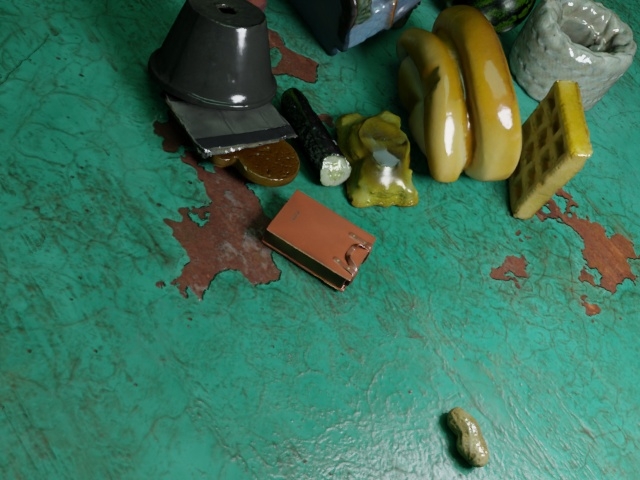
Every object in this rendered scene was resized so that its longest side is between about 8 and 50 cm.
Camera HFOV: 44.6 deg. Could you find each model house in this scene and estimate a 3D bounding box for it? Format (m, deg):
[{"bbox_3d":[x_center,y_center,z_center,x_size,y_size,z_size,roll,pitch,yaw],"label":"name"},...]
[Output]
[{"bbox_3d":[0.103,-0.657,1.784,0.339,0.297,0.360,-29,70,-18],"label":"model house"}]

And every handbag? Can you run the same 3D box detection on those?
[{"bbox_3d":[0.000,0.000,1.500,0.190,0.062,0.127,33,51,4],"label":"handbag"}]

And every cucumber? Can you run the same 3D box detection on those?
[{"bbox_3d":[-0.021,-0.222,1.632,0.074,0.074,0.241,-16,63,-30],"label":"cucumber"}]

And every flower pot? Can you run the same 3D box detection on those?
[{"bbox_3d":[-0.205,-0.396,1.575,0.269,0.166,0.269,10,37,-8],"label":"flower pot"}]

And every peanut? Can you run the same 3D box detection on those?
[{"bbox_3d":[0.261,0.348,1.383,0.054,0.054,0.113,-8,59,-27],"label":"peanut"}]

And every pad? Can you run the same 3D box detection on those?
[{"bbox_3d":[-0.180,-0.248,1.570,0.233,0.022,0.174,-18,60,-38],"label":"pad"}]

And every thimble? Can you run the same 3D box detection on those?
[{"bbox_3d":[0.636,-0.487,2.004,0.292,0.195,0.291,12,53,-16],"label":"thimble"}]

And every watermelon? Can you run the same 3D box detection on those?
[{"bbox_3d":[0.430,-0.664,2.005,0.269,0.269,0.269,11,55,-16],"label":"watermelon"}]

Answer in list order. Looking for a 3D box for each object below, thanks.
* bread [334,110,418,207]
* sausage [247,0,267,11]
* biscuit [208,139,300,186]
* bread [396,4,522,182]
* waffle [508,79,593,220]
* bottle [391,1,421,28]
[{"bbox_3d":[0.121,-0.181,1.654,0.161,0.088,0.233,0,60,-26],"label":"bread"},{"bbox_3d":[-0.160,-0.531,1.784,0.054,0.059,0.094,23,51,21],"label":"sausage"},{"bbox_3d":[-0.150,-0.187,1.568,0.236,0.039,0.180,34,44,8],"label":"biscuit"},{"bbox_3d":[0.311,-0.319,1.765,0.245,0.329,0.423,-20,60,13],"label":"bread"},{"bbox_3d":[0.492,-0.197,1.716,0.055,0.248,0.221,15,53,-14],"label":"waffle"},{"bbox_3d":[0.201,-0.605,1.926,0.099,0.152,0.098,12,53,-17],"label":"bottle"}]
